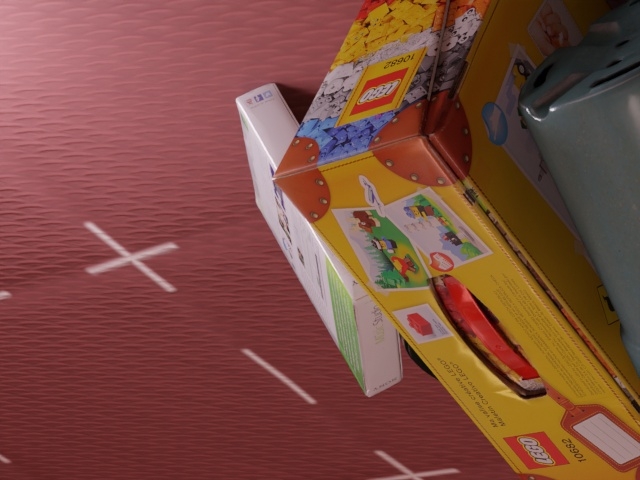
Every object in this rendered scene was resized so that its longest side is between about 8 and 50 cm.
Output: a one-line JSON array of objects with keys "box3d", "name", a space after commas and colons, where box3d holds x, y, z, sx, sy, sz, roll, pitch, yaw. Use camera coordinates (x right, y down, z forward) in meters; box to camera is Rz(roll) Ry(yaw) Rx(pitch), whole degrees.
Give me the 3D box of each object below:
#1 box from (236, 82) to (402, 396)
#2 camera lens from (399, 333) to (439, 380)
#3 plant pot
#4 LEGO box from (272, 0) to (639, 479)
[{"box3d": [0.000, 0.000, 2.322, 0.058, 0.322, 0.232, -23, 149, -9], "name": "box"}, {"box3d": [0.216, 0.031, 2.302, 0.219, 0.274, 0.219, 9, 149, 6], "name": "camera lens"}, {"box3d": [0.366, -0.052, 1.772, 0.341, 0.341, 0.334, -20, 109, 42], "name": "plant pot"}, {"box3d": [0.225, -0.032, 2.004, 0.193, 0.372, 0.500, -15, 126, 39], "name": "LEGO box"}]
